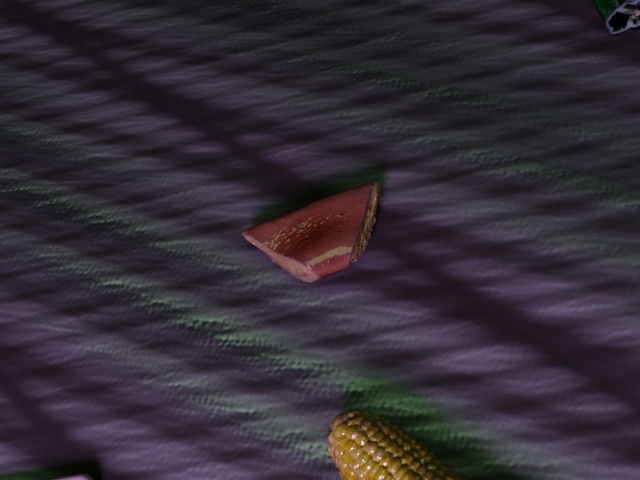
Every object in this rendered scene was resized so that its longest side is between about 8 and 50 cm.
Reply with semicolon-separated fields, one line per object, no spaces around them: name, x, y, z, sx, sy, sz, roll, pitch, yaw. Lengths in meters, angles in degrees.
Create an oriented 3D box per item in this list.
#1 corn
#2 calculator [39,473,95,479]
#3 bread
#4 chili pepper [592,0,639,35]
corn;0.122;0.276;0.719;0.292;0.101;0.101;37;76;24
calculator;-0.330;0.329;0.824;0.175;0.032;0.100;-11;62;6
bread;0.000;0.000;0.902;0.192;0.067;0.119;-18;53;1
chili pepper;0.410;-0.394;1.028;0.088;0.059;0.227;-13;57;0
